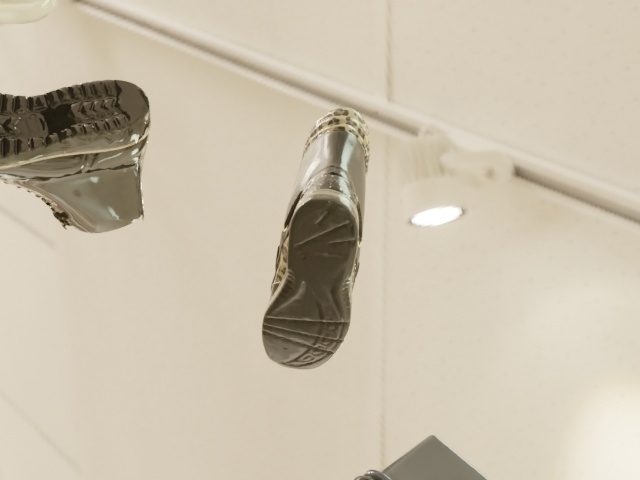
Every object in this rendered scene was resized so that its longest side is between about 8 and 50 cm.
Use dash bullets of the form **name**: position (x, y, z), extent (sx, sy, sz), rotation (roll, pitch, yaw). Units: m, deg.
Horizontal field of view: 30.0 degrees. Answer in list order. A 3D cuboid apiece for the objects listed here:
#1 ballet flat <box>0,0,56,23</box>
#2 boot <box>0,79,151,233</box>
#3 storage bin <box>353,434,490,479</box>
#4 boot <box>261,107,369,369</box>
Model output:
- **ballet flat**: position (-0.150, -0.190, 0.599), extent (0.124, 0.342, 0.116), rotation (43, -18, -7)
- **boot**: position (-0.229, -0.047, 0.929), extent (0.137, 0.197, 0.077), rotation (97, -15, -52)
- **storage bin**: position (0.099, 0.234, 0.986), extent (0.135, 0.091, 0.098), rotation (38, -42, 22)
- **boot**: position (0.002, 0.000, 1.211), extent (0.179, 0.085, 0.236), rotation (-80, -178, -49)
